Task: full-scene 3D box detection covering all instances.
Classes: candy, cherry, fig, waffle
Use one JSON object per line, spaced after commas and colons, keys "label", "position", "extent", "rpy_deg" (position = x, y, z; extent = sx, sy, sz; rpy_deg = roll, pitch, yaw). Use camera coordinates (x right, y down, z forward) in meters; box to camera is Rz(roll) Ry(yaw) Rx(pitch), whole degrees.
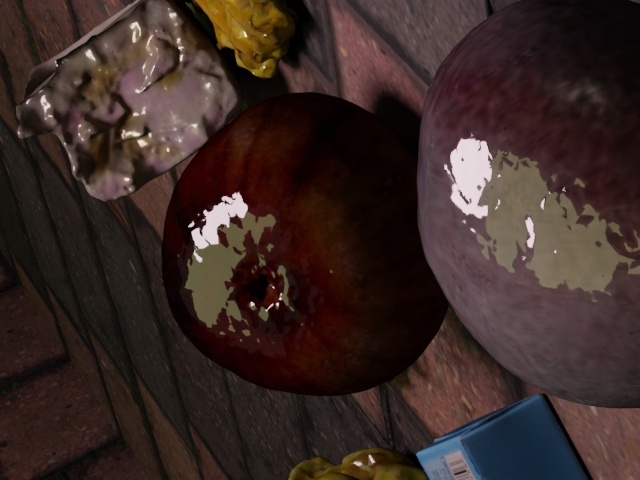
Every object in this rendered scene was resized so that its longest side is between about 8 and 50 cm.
{"label": "candy", "position": [-0.173, -0.135, 1.755], "extent": [0.137, 0.184, 0.195], "rpy_deg": [54, -177, -14]}
{"label": "cherry", "position": [0.146, -0.019, 0.983], "extent": [0.266, 0.183, 0.213], "rpy_deg": [42, 158, 59]}
{"label": "fig", "position": [-0.009, 0.004, 1.490], "extent": [0.214, 0.235, 0.235], "rpy_deg": [-79, -18, -46]}
{"label": "waffle", "position": [-0.096, -0.257, 1.636], "extent": [0.291, 0.051, 0.291], "rpy_deg": [57, 162, 29]}

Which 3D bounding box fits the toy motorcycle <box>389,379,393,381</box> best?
{"label": "toy motorcycle", "position": [0.000, 0.078, 1.794], "extent": [0.150, 0.102, 0.221], "rpy_deg": [51, 165, -2]}

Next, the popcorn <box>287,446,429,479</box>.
{"label": "popcorn", "position": [0.048, 0.332, 1.887], "extent": [0.256, 0.195, 0.255], "rpy_deg": [1, -113, -86]}

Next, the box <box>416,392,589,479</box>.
{"label": "box", "position": [0.176, 0.244, 1.519], "extent": [0.232, 0.083, 0.142], "rpy_deg": [60, 164, 5]}
